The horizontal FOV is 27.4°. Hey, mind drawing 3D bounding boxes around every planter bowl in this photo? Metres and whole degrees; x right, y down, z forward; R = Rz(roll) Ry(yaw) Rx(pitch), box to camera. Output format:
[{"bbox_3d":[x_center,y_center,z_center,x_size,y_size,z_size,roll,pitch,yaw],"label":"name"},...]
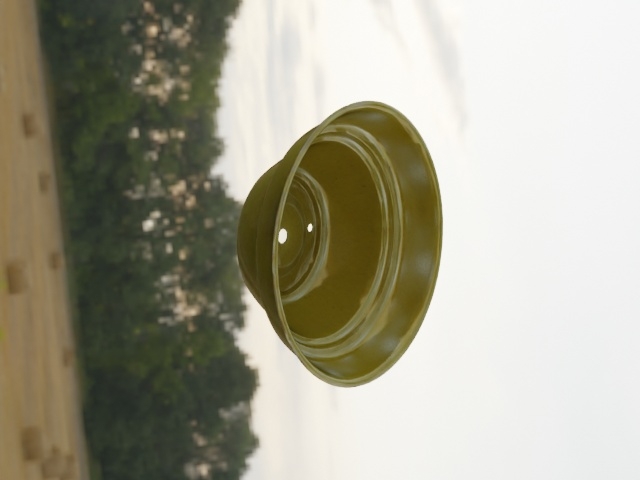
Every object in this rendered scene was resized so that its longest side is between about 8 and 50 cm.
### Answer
[{"bbox_3d":[0.000,0.000,1.014,0.090,0.217,0.217,6,-74,38],"label":"planter bowl"}]
